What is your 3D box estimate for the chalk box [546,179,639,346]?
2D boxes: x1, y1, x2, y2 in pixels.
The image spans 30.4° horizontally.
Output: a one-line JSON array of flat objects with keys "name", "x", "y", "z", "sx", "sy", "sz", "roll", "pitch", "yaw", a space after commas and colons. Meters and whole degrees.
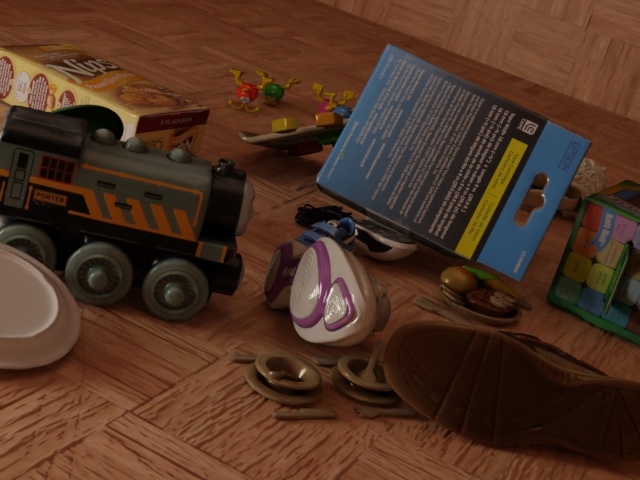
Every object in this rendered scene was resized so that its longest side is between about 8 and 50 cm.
[{"name": "chalk box", "x": 0.468, "y": 0.036, "z": 1.776, "sx": 0.179, "sy": 0.180, "sz": 0.289, "roll": 27, "pitch": 21, "yaw": 24}]

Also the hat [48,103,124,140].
[{"name": "hat", "x": -0.306, "y": -0.058, "z": 1.527, "sx": 0.173, "sy": 0.208, "sz": 0.183, "roll": -25, "pitch": 72, "yaw": -7}]

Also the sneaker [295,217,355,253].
[{"name": "sneaker", "x": 0.000, "y": 0.000, "z": 1.655, "sx": 0.053, "sy": 0.059, "sz": 0.144, "roll": 30, "pitch": 24, "yaw": 26}]

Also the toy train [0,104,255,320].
[{"name": "toy train", "x": -0.239, "y": -0.032, "z": 1.345, "sx": 0.334, "sy": 0.190, "sz": 0.142, "roll": 13, "pitch": 21, "yaw": -11}]

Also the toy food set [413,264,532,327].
[{"name": "toy food set", "x": 0.226, "y": 0.076, "z": 1.670, "sx": 0.132, "sy": 0.038, "sz": 0.192, "roll": 26, "pitch": 21, "yaw": 22}]

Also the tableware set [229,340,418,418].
[{"name": "tableware set", "x": 0.009, "y": 0.146, "z": 1.304, "sx": 0.194, "sy": 0.039, "sz": 0.128, "roll": 5, "pitch": 23, "yaw": -32}]

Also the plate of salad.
[{"name": "plate of salad", "x": -0.342, "y": 0.066, "z": 1.198, "sx": 0.200, "sy": 0.048, "sz": 0.200, "roll": 24, "pitch": 30, "yaw": -15}]

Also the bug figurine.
[{"name": "bug figurine", "x": -0.043, "y": -0.277, "z": 2.340, "sx": 0.279, "sy": 0.072, "sz": 0.216, "roll": 14, "pitch": 13, "yaw": 5}]

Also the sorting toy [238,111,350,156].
[{"name": "sorting toy", "x": -0.013, "y": -0.170, "z": 1.945, "sx": 0.229, "sy": 0.041, "sz": 0.307, "roll": -5, "pitch": 0, "yaw": 14}]

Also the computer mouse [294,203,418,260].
[{"name": "computer mouse", "x": 0.060, "y": -0.007, "z": 1.754, "sx": 0.193, "sy": 0.042, "sz": 0.106, "roll": 27, "pitch": 16, "yaw": 39}]

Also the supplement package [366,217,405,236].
[{"name": "supplement package", "x": 0.204, "y": -0.097, "z": 1.960, "sx": 0.204, "sy": 0.145, "sz": 0.262, "roll": 19, "pitch": 19, "yaw": 4}]

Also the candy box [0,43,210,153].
[{"name": "candy box", "x": -0.362, "y": -0.228, "z": 1.915, "sx": 0.316, "sy": 0.087, "sz": 0.183, "roll": 27, "pitch": 22, "yaw": 25}]

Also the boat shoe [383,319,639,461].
[{"name": "boat shoe", "x": 0.226, "y": 0.164, "z": 1.348, "sx": 0.342, "sy": 0.123, "sz": 0.123, "roll": 13, "pitch": 6, "yaw": -11}]

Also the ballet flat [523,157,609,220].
[{"name": "ballet flat", "x": 0.353, "y": -0.143, "z": 2.245, "sx": 0.409, "sy": 0.147, "sz": 0.147, "roll": 18, "pitch": 20, "yaw": 4}]

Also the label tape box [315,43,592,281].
[{"name": "label tape box", "x": 0.195, "y": -0.109, "z": 1.755, "sx": 0.333, "sy": 0.241, "sz": 0.106, "roll": 27, "pitch": -5, "yaw": 8}]

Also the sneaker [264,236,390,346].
[{"name": "sneaker", "x": 0.032, "y": 0.061, "z": 1.378, "sx": 0.152, "sy": 0.114, "sz": 0.305, "roll": 18, "pitch": 3, "yaw": -15}]
